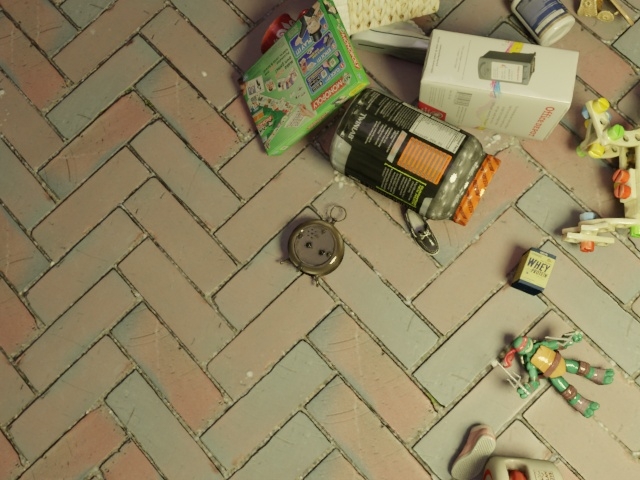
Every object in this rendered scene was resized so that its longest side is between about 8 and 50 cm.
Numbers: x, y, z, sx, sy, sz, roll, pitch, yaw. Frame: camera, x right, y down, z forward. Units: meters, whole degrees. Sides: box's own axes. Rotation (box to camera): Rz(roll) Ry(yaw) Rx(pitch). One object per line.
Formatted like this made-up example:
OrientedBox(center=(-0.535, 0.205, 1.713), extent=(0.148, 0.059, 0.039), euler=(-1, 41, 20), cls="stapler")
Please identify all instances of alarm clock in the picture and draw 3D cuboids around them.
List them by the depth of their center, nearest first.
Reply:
OrientedBox(center=(0.000, 0.000, 1.403), extent=(0.129, 0.064, 0.192), euler=(31, 80, 11), cls="alarm clock")

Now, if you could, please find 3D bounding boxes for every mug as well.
OrientedBox(center=(-0.037, -0.469, 1.468), extent=(0.169, 0.113, 0.150), euler=(38, 118, 8), cls="mug")

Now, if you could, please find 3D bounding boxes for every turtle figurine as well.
OrientedBox(center=(0.485, 0.259, 1.268), extent=(0.234, 0.118, 0.175), euler=(32, 98, -4), cls="turtle figurine")

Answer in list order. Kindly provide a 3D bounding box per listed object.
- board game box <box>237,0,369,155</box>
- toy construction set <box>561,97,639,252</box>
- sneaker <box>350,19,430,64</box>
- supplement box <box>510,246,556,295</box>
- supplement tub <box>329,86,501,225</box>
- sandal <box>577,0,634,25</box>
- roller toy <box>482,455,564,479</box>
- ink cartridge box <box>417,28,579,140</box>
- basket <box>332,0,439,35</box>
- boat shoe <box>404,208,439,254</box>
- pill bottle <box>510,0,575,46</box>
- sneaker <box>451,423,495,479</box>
OrientedBox(center=(-0.050, -0.362, 1.386), extent=(0.317, 0.046, 0.213), euler=(-30, 78, 40), cls="board game box")
OrientedBox(center=(0.642, -0.128, 1.311), extent=(0.215, 0.151, 0.327), euler=(12, 87, -16), cls="toy construction set")
OrientedBox(center=(0.202, -0.495, 1.462), extent=(0.258, 0.094, 0.091), euler=(17, 85, 10), cls="sneaker")
OrientedBox(center=(0.464, 0.069, 1.324), extent=(0.056, 0.083, 0.083), euler=(22, 81, 9), cls="supplement box")
OrientedBox(center=(0.207, -0.179, 1.340), extent=(0.338, 0.207, 0.207), euler=(30, 83, 11), cls="supplement tub")
OrientedBox(center=(0.646, -0.577, 1.454), extent=(0.079, 0.088, 0.240), euler=(-38, 67, 30), cls="sandal")
OrientedBox(center=(0.401, 0.524, 1.180), extent=(0.146, 0.209, 0.191), euler=(3, 73, 6), cls="roller toy")
OrientedBox(center=(0.377, -0.338, 1.345), extent=(0.307, 0.226, 0.131), euler=(11, 81, 7), cls="ink cartridge box")
OrientedBox(center=(0.119, -0.700, 1.370), extent=(0.267, 0.331, 0.328), euler=(-9, 60, 0), cls="basket")
OrientedBox(center=(0.233, -0.024, 1.392), extent=(0.046, 0.038, 0.125), euler=(-26, 77, 1), cls="boat shoe")
OrientedBox(center=(0.514, -0.552, 1.439), extent=(0.094, 0.094, 0.169), euler=(-33, 77, -1), cls="pill bottle")
OrientedBox(center=(0.326, 0.446, 1.286), extent=(0.051, 0.070, 0.134), euler=(30, 113, 3), cls="sneaker")
